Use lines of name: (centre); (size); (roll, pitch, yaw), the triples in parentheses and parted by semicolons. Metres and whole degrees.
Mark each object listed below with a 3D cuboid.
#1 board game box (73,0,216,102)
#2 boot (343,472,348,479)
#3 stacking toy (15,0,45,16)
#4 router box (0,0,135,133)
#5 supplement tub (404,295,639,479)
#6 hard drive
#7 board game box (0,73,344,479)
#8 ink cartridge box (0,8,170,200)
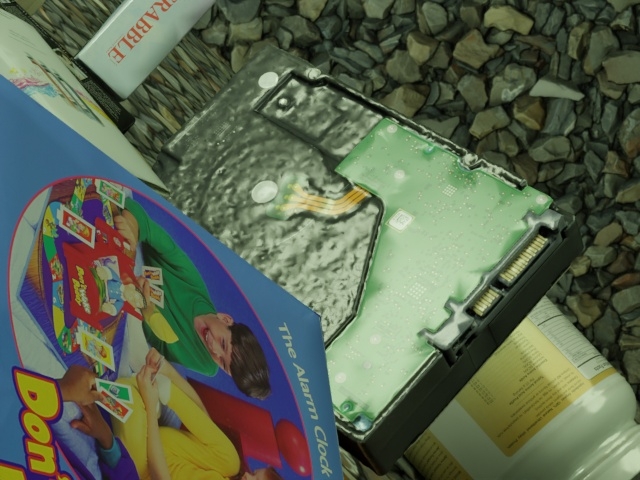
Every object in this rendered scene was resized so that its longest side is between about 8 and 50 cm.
board game box: (-0.139, -0.277, 1.498); (0.066, 0.318, 0.318); (42, -7, -13)
boot: (-0.004, 0.188, 0.909); (0.211, 0.104, 0.295); (45, 4, -2)
stacking toy: (-0.408, -0.354, 1.459); (0.330, 0.141, 0.141); (46, 7, 28)
router box: (-0.306, -0.170, 1.212); (0.309, 0.081, 0.243); (45, 8, -7)
supplement tub: (0.186, 0.168, 1.510); (0.316, 0.228, 0.228); (49, 9, 17)
hard drive: (0.000, 0.000, 1.104); (0.339, 0.237, 0.064); (32, -18, 37)
board game box: (-0.078, 0.127, 0.539); (0.233, 0.078, 0.347); (39, 30, -40)
ink cartridge box: (-0.217, -0.058, 0.959); (0.176, 0.128, 0.127); (49, 9, 18)
